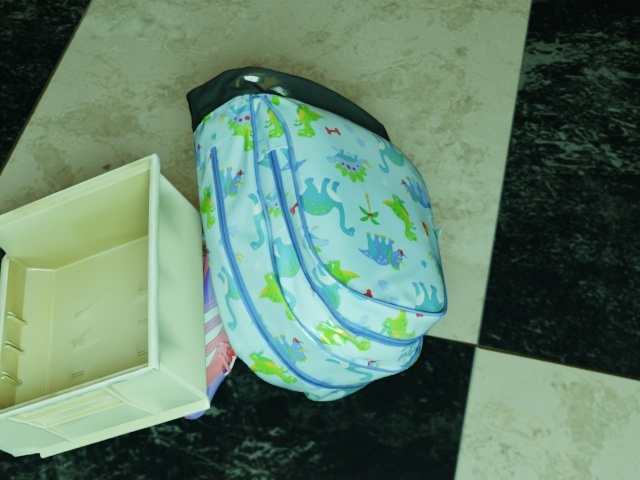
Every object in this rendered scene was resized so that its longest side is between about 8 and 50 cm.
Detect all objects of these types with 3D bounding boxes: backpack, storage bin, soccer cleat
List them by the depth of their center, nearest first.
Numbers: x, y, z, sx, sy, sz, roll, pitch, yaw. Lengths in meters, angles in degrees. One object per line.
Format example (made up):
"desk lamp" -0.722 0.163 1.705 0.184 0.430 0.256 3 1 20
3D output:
"storage bin" -0.262 0.079 1.050 0.260 0.123 0.262 -19 55 17
"backpack" 0.000 0.000 1.071 0.273 0.290 0.355 -17 59 43
"soccer cleat" -0.114 0.094 1.115 0.095 0.083 0.248 7 54 -1
